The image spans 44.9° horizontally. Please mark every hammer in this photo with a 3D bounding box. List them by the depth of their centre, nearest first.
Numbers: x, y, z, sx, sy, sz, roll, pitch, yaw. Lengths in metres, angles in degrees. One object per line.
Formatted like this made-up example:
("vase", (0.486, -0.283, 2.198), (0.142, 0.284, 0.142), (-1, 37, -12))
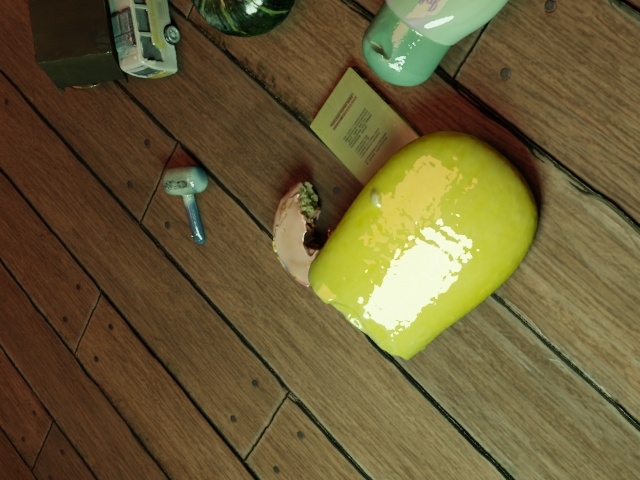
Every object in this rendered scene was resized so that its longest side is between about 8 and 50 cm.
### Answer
("hammer", (-0.309, -0.083, 1.851), (0.116, 0.069, 0.194), (-3, 105, 37))

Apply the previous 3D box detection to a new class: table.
("table", (-0.559, -0.467, 1.802), (0.169, 0.193, 0.173), (-10, 81, -3))

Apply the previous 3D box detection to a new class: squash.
("squash", (-0.159, -0.545, 1.575), (0.252, 0.165, 0.252), (8, 104, 32))

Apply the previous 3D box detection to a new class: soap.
("soap", (0.191, 0.001, 1.420), (0.306, 0.115, 0.427), (45, 116, 6))

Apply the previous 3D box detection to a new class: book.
("book", (0.092, -0.210, 1.538), (0.231, 0.026, 0.161), (50, 123, 19))

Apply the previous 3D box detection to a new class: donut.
("donut", (0.000, 0.000, 1.612), (0.233, 0.085, 0.199), (38, 119, 25))

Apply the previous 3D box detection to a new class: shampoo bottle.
("shampoo bottle", (0.201, -0.425, 1.334), (0.222, 0.151, 0.349), (47, 124, 18))

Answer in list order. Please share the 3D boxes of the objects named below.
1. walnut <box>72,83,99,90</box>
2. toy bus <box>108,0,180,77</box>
("walnut", (-0.636, -0.468, 1.973), (0.245, 0.137, 0.137), (47, 123, 31))
("toy bus", (-0.416, -0.553, 1.786), (0.097, 0.138, 0.343), (-5, 94, 36))
